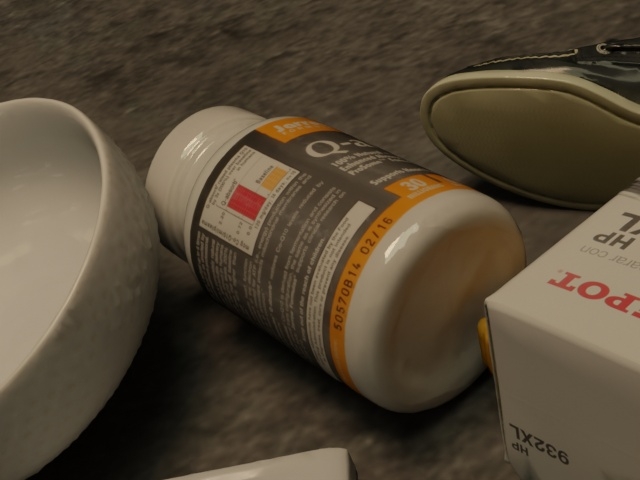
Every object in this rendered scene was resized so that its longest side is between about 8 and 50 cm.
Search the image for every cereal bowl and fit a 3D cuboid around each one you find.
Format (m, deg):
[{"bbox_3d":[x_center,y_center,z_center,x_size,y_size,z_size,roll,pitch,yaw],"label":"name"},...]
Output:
[{"bbox_3d":[-0.255,0.062,0.936,0.339,0.141,0.339,-21,44,22],"label":"cereal bowl"}]

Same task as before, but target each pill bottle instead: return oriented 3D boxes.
[{"bbox_3d":[0.000,0.000,0.903,0.162,0.162,0.278,-41,44,-21],"label":"pill bottle"}]

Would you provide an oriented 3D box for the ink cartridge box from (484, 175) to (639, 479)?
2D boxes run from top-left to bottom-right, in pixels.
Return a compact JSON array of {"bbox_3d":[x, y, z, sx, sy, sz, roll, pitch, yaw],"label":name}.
[{"bbox_3d":[0.272,0.035,0.648,0.307,0.129,0.223,-35,39,-29],"label":"ink cartridge box"}]

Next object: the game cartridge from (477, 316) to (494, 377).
[{"bbox_3d":[0.272,0.101,0.716,0.285,0.052,0.323,-16,32,-4],"label":"game cartridge"}]

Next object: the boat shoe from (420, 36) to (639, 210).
[{"bbox_3d":[0.250,-0.102,0.931,0.340,0.127,0.113,4,45,26],"label":"boat shoe"}]

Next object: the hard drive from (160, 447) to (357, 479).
[{"bbox_3d":[-0.076,0.276,0.723,0.210,0.040,0.318,-13,41,10],"label":"hard drive"}]
